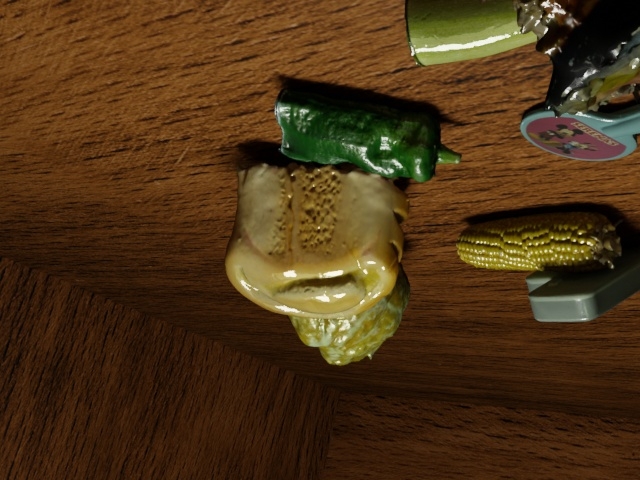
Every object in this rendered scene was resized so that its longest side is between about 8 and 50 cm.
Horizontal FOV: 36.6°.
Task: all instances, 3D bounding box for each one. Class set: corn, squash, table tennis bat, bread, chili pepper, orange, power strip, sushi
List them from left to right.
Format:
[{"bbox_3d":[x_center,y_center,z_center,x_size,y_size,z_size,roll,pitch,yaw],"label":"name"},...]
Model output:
[{"bbox_3d":[0.000,0.000,1.671,0.315,0.270,0.211,1,174,16],"label":"bread"},{"bbox_3d":[0.057,0.095,1.907,0.210,0.271,0.368,-4,155,27],"label":"orange"},{"bbox_3d":[0.071,-0.148,1.404,0.270,0.099,0.136,16,139,12],"label":"chili pepper"},{"bbox_3d":[0.202,-0.249,1.020,0.224,0.094,0.094,-6,156,29],"label":"squash"},{"bbox_3d":[0.367,0.002,1.664,0.106,0.106,0.305,27,162,-40],"label":"corn"},{"bbox_3d":[0.447,0.072,1.660,0.265,0.059,0.193,-23,-169,-41],"label":"power strip"},{"bbox_3d":[0.371,-0.149,1.278,0.153,0.040,0.244,22,166,-25],"label":"table tennis bat"},{"bbox_3d":[0.250,-0.240,0.827,0.225,0.219,0.238,-18,158,-44],"label":"sushi"}]
